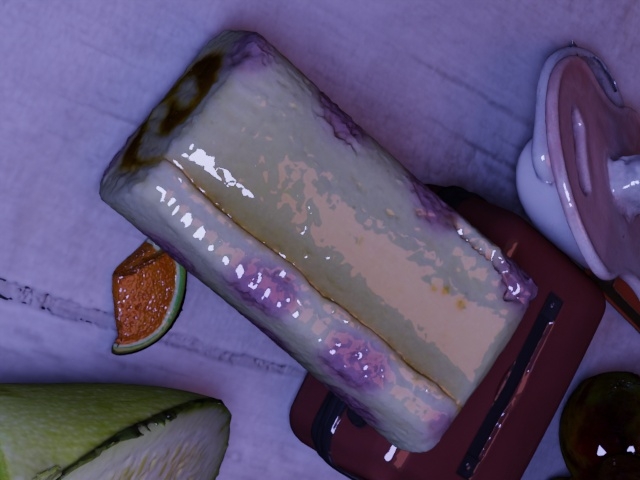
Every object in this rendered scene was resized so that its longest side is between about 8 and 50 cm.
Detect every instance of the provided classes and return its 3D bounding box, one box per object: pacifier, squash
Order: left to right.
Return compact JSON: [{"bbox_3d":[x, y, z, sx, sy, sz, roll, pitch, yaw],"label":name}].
[{"bbox_3d":[-0.175,0.223,1.134,0.309,0.210,0.233,10,110,-40],"label":"squash"},{"bbox_3d":[0.320,-0.059,1.456,0.332,0.273,0.220,29,89,-52],"label":"pacifier"}]

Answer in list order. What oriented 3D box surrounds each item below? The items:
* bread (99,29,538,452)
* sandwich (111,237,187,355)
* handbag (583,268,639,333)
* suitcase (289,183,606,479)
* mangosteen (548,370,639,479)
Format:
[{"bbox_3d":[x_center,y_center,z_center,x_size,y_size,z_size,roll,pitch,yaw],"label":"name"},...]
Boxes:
[{"bbox_3d":[0.000,0.000,1.184,0.338,0.155,0.187,40,83,-17],"label":"bread"},{"bbox_3d":[-0.147,0.044,1.223,0.069,0.026,0.101,-4,104,-37],"label":"sandwich"},{"bbox_3d":[0.385,0.030,1.683,0.190,0.063,0.127,39,77,-46],"label":"handbag"},{"bbox_3d":[0.126,0.114,1.403,0.236,0.161,0.297,35,81,-43],"label":"suitcase"},{"bbox_3d":[0.426,0.349,1.650,0.381,0.421,0.381,22,90,-85],"label":"mangosteen"}]
